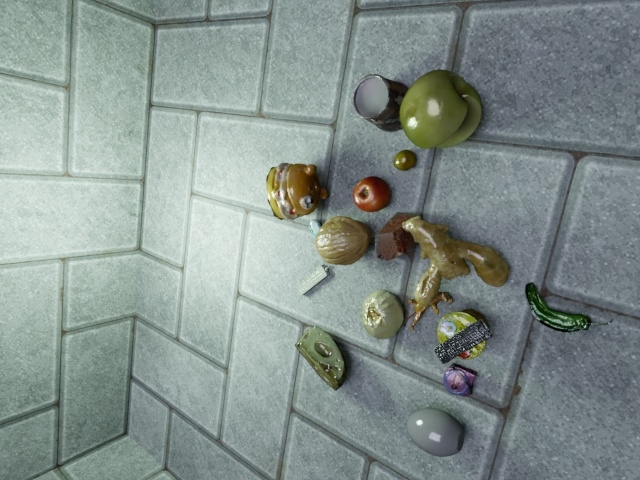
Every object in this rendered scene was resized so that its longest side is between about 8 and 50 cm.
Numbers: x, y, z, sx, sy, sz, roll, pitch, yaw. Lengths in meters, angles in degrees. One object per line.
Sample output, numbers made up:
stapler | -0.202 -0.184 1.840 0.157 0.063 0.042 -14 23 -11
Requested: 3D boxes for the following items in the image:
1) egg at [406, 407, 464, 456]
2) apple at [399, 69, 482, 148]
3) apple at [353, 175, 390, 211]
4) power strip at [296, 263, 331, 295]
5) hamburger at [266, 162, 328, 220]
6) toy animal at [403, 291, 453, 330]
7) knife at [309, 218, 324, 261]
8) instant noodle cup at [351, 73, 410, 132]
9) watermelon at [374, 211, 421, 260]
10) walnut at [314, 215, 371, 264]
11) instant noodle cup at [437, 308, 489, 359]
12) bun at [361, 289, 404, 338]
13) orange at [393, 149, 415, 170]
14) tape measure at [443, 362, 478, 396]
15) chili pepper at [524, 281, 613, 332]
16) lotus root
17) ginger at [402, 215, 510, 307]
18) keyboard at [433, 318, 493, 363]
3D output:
egg | 0.462 0.779 1.674 0.231 0.176 0.176 -1 94 34
apple | 0.437 -0.471 1.510 0.254 0.291 0.292 -37 73 49
apple | 0.219 -0.199 1.774 0.163 0.139 0.164 5 99 36
power strip | -0.034 0.195 2.053 0.252 0.027 0.060 -41 72 30
hamburger | -0.104 -0.235 1.935 0.236 0.276 0.277 -6 91 24
toy animal | 0.419 0.282 1.720 0.114 0.116 0.255 53 133 12
knife | 0.000 0.000 2.011 0.064 0.031 0.222 -22 85 30
instant noodle cup | 0.251 -0.566 1.678 0.217 0.207 0.218 3 94 35
watermelon | 0.304 -0.002 1.665 0.139 0.256 0.193 8 105 35
walnut | 0.101 0.001 1.825 0.260 0.224 0.225 -9 89 39
instant noodle cup | 0.563 0.349 1.585 0.182 0.144 0.182 5 98 35
bun | 0.260 0.330 1.802 0.222 0.127 0.223 6 100 35
orange | 0.348 -0.333 1.707 0.095 0.085 0.085 -19 83 32
tape measure | 0.560 0.563 1.650 0.125 0.074 0.118 24 102 25
chili pepper | 0.842 0.256 1.431 0.278 0.065 0.122 27 113 34
lotus root | 0.021 0.563 1.995 0.314 0.142 0.210 46 155 17
ginger | 0.498 0.053 1.548 0.362 0.122 0.349 -16 98 22
keyboard | 0.521 0.378 1.515 0.231 0.023 0.072 -44 68 31
